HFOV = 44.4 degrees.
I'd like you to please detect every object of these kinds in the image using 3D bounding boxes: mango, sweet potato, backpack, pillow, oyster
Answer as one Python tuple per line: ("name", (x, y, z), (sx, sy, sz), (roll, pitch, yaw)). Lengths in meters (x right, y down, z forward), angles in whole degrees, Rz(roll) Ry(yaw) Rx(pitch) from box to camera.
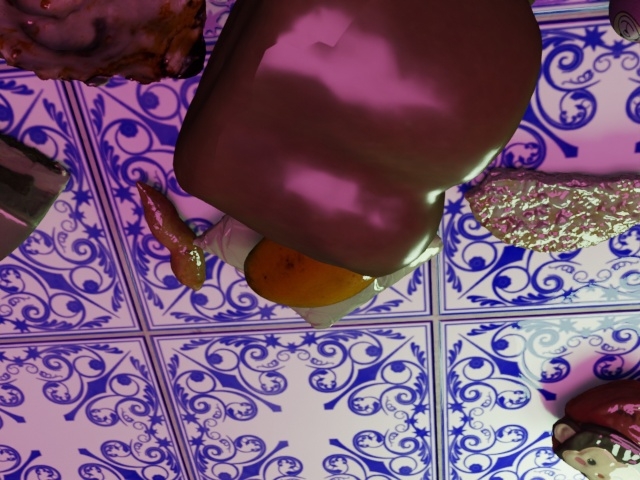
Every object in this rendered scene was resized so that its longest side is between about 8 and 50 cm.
("mango", (-0.003, 0.024, 1.082), (0.151, 0.120, 0.221), (34, 130, -26))
("sweet potato", (-0.224, -0.005, 1.209), (0.065, 0.051, 0.218), (-12, 124, 14))
("backpack", (0.529, 0.338, 1.364), (0.229, 0.139, 0.229), (10, 121, 18))
("pillow", (0.000, -0.001, 1.188), (0.274, 0.076, 0.280), (-36, 122, 27))
("oyster", (-0.297, -0.266, 0.960), (0.360, 0.222, 0.096), (-8, 163, 18))

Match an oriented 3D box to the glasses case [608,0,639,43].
("glasses case", (0.421, -0.372, 0.871), (0.075, 0.123, 0.316), (16, 124, -10))

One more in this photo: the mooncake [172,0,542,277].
("mooncake", (0.040, -0.205, 0.812), (0.262, 0.467, 0.467), (24, 123, -13))

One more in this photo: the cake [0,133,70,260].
("cake", (-0.488, -0.113, 1.091), (0.172, 0.158, 0.284), (-17, 119, 14))

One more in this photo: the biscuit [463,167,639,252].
("biscuit", (0.355, -0.041, 1.160), (0.289, 0.038, 0.141), (1, 126, 4))
